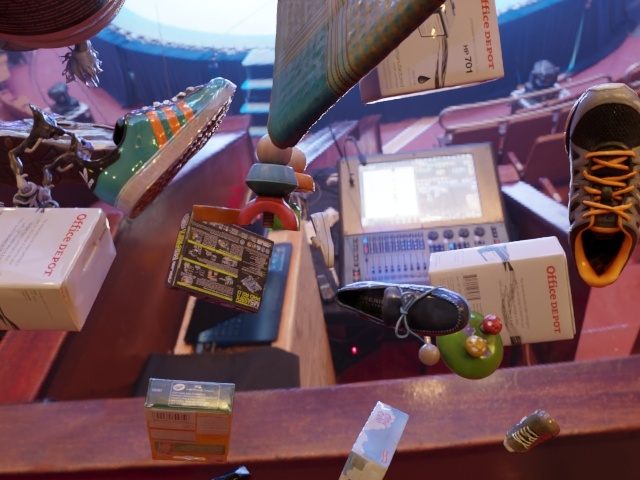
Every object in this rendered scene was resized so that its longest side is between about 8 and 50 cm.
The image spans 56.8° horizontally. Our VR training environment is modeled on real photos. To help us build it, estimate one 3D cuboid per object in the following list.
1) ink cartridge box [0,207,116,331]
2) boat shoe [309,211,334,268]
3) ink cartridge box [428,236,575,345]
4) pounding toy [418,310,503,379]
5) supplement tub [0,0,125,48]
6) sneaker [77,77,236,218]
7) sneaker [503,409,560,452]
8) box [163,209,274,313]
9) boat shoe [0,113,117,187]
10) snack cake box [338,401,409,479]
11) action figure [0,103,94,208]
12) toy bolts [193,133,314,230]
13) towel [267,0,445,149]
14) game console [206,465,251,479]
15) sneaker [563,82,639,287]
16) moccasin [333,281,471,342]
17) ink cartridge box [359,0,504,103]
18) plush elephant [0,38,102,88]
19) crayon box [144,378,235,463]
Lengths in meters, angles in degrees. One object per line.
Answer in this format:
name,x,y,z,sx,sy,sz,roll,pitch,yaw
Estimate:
ink cartridge box,-0.410,0.035,0.796,0.219,0.093,0.160,2,41,3
boat shoe,0.000,0.000,0.981,0.035,0.035,0.100,-6,71,-9
ink cartridge box,0.559,0.168,1.840,0.394,0.286,0.166,-9,19,16
pounding toy,0.374,0.244,1.495,0.236,0.110,0.183,13,61,-10
supplement tub,-0.237,-0.259,0.424,0.191,0.191,0.272,-18,5,-11
sneaker,-0.251,-0.177,0.934,0.121,0.108,0.302,36,58,-4
sneaker,0.444,0.420,1.265,0.086,0.192,0.064,-38,72,-12
box,-0.269,0.062,1.616,0.060,0.270,0.216,-13,61,51
boat shoe,-0.571,-0.193,1.252,0.355,0.132,0.130,4,40,-30
snack cake box,0.120,0.509,1.391,0.089,0.152,0.264,23,14,14
action figure,-0.498,-0.075,0.970,0.141,0.164,0.276,37,90,40
toy bolts,-0.111,-0.103,1.035,0.218,0.159,0.228,6,1,-8
towel,0.053,-0.287,0.633,0.040,0.370,0.271,17,61,-30
game console,-0.240,0.594,1.232,0.213,0.361,0.044,-22,52,-23
sneaker,0.287,-0.048,0.589,0.084,0.215,0.083,0,31,25
moccasin,0.178,0.168,1.392,0.342,0.138,0.116,-1,-3,41
ink cartridge box,0.146,-0.276,0.821,0.190,0.140,0.082,-13,9,-13
plush elephant,-0.516,-0.375,0.906,0.255,0.330,0.272,-4,46,7
crayon box,-0.328,0.463,1.498,0.203,0.323,0.083,6,49,-7
